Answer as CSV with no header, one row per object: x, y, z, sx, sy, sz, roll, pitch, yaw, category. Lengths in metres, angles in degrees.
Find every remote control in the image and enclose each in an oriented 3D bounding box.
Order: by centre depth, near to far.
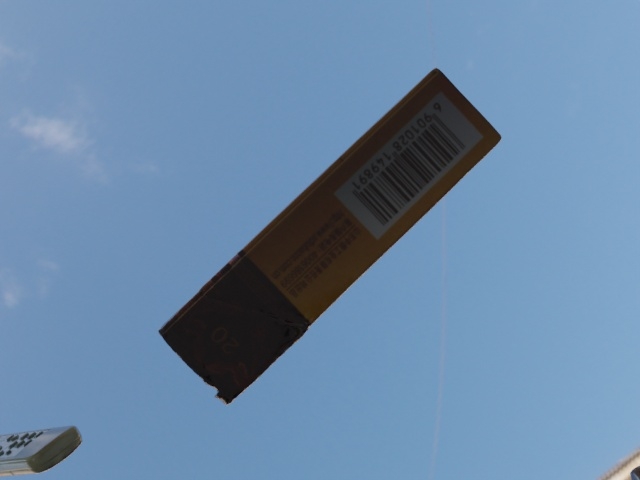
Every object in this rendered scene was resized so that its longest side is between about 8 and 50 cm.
-0.470,0.324,1.218,0.098,0.233,0.038,-35,-73,-58,remote control

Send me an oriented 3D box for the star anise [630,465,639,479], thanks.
0.184,0.132,0.215,0.209,0.231,0.089,13,-86,0,star anise

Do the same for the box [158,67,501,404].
-0.001,0.000,0.957,0.415,0.264,0.116,-44,-87,-6,box
